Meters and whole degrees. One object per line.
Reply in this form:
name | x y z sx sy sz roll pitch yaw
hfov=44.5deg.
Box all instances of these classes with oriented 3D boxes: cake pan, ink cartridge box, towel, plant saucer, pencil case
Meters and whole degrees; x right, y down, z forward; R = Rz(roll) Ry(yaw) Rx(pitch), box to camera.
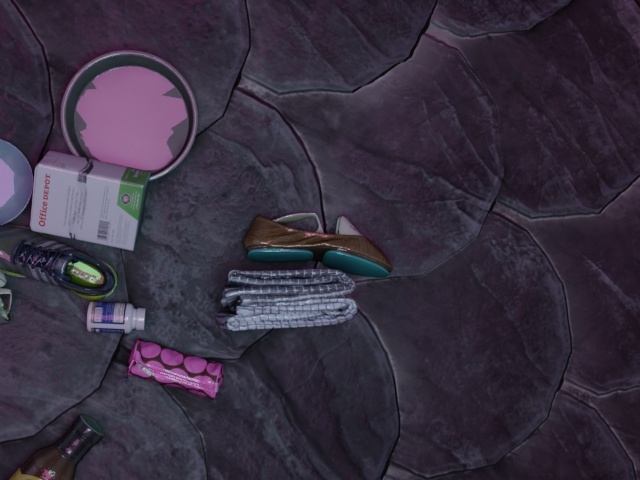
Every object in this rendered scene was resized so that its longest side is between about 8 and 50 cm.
cake pan | -0.418 -0.268 1.725 0.293 0.054 0.294 0 88 -9
ink cartridge box | -0.486 -0.085 1.656 0.219 0.093 0.160 13 116 -8
towel | -0.078 0.125 1.674 0.283 0.235 0.122 -2 84 -10
plant saucer | -0.714 -0.123 1.679 0.194 0.037 0.195 0 87 -8
pencil case | -0.313 0.284 1.696 0.209 0.098 0.095 16 85 -9

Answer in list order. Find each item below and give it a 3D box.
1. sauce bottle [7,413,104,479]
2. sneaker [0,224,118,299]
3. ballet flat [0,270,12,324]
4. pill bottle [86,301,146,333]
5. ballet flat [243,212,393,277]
sauce bottle | -0.596 0.515 1.633 0.111 0.111 0.344 41 83 -5
sneaker | -0.562 0.040 1.634 0.299 0.121 0.111 19 78 -20
ballet flat | -0.676 0.095 1.613 0.068 0.213 0.072 -7 45 -15
pill bottle | -0.441 0.167 1.695 0.120 0.067 0.067 4 87 -9
ballet flat | 0.000 0.000 1.767 0.342 0.116 0.124 7 67 -5
